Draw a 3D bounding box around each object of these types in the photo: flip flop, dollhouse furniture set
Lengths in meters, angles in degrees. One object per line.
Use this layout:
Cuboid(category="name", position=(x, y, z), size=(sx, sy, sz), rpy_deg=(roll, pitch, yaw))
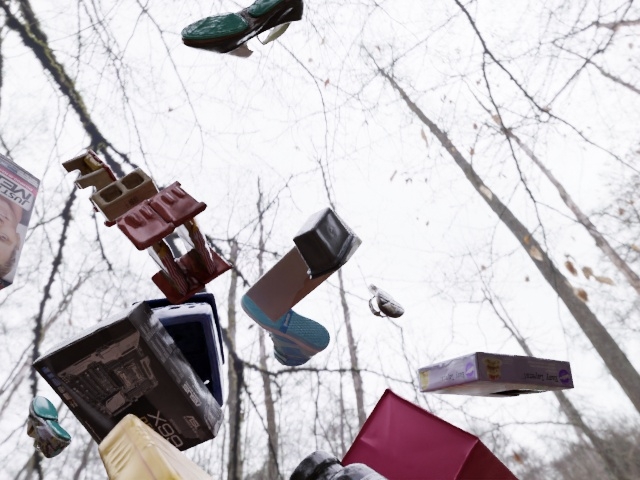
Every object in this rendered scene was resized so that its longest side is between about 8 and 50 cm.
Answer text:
Cuboid(category="flip flop", position=(0.197, 0.208, 1.518), size=(0.112, 0.277, 0.080), rpy_deg=(36, -87, -9))
Cuboid(category="dollhouse furniture set", position=(-0.382, -0.055, 1.023), size=(0.152, 0.374, 0.201), rpy_deg=(-38, -35, -23))

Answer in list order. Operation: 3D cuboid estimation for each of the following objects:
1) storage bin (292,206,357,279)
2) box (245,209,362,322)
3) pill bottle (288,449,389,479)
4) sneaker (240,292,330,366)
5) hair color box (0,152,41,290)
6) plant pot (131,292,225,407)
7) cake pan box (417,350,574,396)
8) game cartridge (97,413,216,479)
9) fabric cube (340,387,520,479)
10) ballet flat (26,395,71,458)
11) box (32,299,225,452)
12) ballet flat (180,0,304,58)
Cuboid(category="storage bin", position=(0.000, 0.000, 0.934), size=(0.098, 0.135, 0.091), rpy_deg=(-24, -72, 33))
Cuboid(category="box", position=(-0.048, 0.073, 1.251), size=(0.121, 0.148, 0.311), rpy_deg=(47, -58, -1))
Cuboid(category="pill bottle", position=(0.062, 0.342, 0.534), size=(0.219, 0.123, 0.123), rpy_deg=(17, -42, 40))
Cuboid(category="sneaker", position=(-0.146, 0.308, 1.525), size=(0.319, 0.127, 0.208), rpy_deg=(32, -48, -1))
Cuboid(category="hair color box", position=(-0.820, -0.054, 1.128), size=(0.105, 0.347, 0.174), rpy_deg=(-24, -38, 15))
Cuboid(category="plant pot", position=(-0.348, 0.255, 1.094), size=(0.235, 0.212, 0.236), rpy_deg=(-7, -75, -4))
Cuboid(category="cake pan box", position=(0.403, 0.321, 1.087), size=(0.266, 0.070, 0.246), rpy_deg=(10, -24, -18))
Cuboid(category="game cartridge", position=(-0.008, 0.263, 0.317), size=(0.053, 0.323, 0.285), rpy_deg=(-48, -64, -22))
Cuboid(category="fabric cube", position=(0.219, 0.509, 0.949), size=(0.258, 0.254, 0.259), rpy_deg=(47, -109, -28))
Cuboid(category="ballet flat", position=(-0.356, 0.240, 0.593), size=(0.041, 0.114, 0.041), rpy_deg=(-16, -66, -40))
Cuboid(category="box", position=(-0.378, 0.304, 0.938), size=(0.242, 0.076, 0.308), rpy_deg=(-25, -75, 13))
Cuboid(category="ballet flat", position=(-0.147, -0.437, 0.962), size=(0.280, 0.095, 0.096), rpy_deg=(-30, -34, -11))
